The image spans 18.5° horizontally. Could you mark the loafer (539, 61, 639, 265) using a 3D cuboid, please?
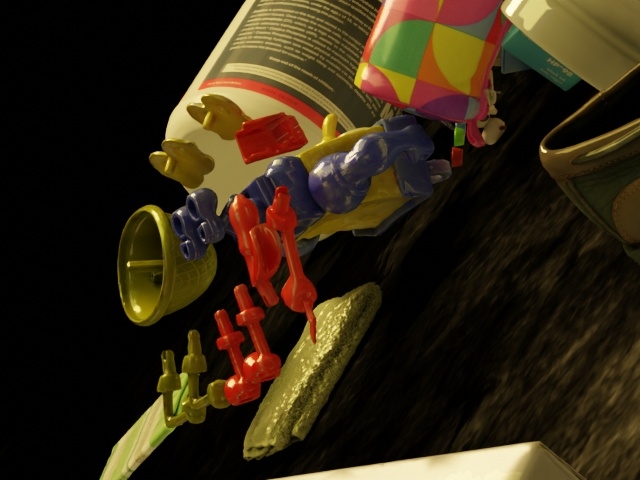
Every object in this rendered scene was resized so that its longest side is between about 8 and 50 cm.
[{"bbox_3d":[0.201,-0.095,0.862,0.267,0.084,0.096,-50,10,30],"label":"loafer"}]

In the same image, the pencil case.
[{"bbox_3d":[0.105,-0.192,1.389,0.104,0.104,0.236,-126,53,-81],"label":"pencil case"}]

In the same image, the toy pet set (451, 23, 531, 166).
[{"bbox_3d":[0.135,-0.120,1.495,0.122,0.065,0.114,-73,-15,-73],"label":"toy pet set"}]

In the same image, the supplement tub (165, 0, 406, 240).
[{"bbox_3d":[-0.011,-0.149,1.880,0.191,0.191,0.272,-43,15,55],"label":"supplement tub"}]

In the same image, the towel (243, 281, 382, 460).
[{"bbox_3d":[-0.009,0.099,1.470,0.148,0.027,0.110,-58,10,-20],"label":"towel"}]

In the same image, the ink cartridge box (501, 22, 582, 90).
[{"bbox_3d":[0.200,-0.184,1.289,0.104,0.060,0.180,-59,9,-28],"label":"ink cartridge box"}]

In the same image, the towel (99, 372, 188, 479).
[{"bbox_3d":[-0.180,0.209,2.032,0.152,0.023,0.113,-47,14,32],"label":"towel"}]

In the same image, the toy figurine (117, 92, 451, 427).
[{"bbox_3d":[0.000,0.000,1.463,0.217,0.191,0.362,-17,-12,-24],"label":"toy figurine"}]

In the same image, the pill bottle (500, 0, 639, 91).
[{"bbox_3d":[0.208,-0.198,1.015,0.264,0.146,0.146,-53,9,14],"label":"pill bottle"}]

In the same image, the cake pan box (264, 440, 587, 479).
[{"bbox_3d":[-0.019,0.207,0.806,0.267,0.070,0.245,-16,35,56],"label":"cake pan box"}]
